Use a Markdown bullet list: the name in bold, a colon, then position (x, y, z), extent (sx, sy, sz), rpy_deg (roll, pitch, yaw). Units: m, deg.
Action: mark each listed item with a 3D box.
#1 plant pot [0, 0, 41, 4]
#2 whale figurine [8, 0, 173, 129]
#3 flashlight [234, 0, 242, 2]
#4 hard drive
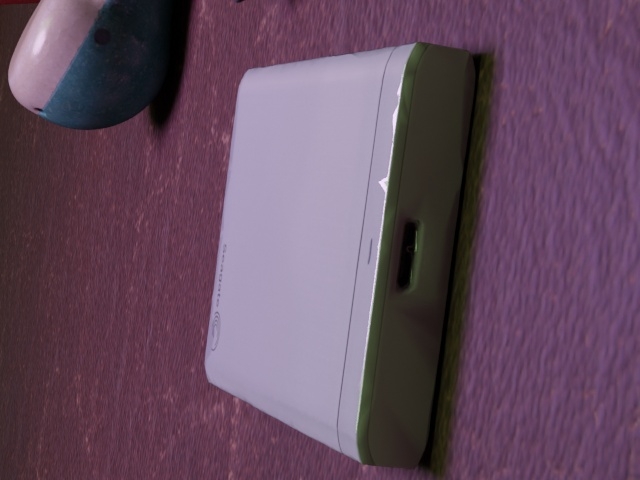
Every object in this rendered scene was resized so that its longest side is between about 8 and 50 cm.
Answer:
- **plant pot**: position (-0.303, -0.395, 1.950), extent (0.267, 0.267, 0.235), rpy_deg (-116, 24, -60)
- **whale figurine**: position (-0.191, -0.229, 1.755), extent (0.272, 0.141, 0.216), rpy_deg (-62, 12, -17)
- **flashlight**: position (-0.027, -0.277, 1.248), extent (0.304, 0.103, 0.103), rpy_deg (125, 144, -54)
- **hard drive**: position (0.000, 0.000, 1.145), extent (0.353, 0.047, 0.233), rpy_deg (-170, 87, -73)
